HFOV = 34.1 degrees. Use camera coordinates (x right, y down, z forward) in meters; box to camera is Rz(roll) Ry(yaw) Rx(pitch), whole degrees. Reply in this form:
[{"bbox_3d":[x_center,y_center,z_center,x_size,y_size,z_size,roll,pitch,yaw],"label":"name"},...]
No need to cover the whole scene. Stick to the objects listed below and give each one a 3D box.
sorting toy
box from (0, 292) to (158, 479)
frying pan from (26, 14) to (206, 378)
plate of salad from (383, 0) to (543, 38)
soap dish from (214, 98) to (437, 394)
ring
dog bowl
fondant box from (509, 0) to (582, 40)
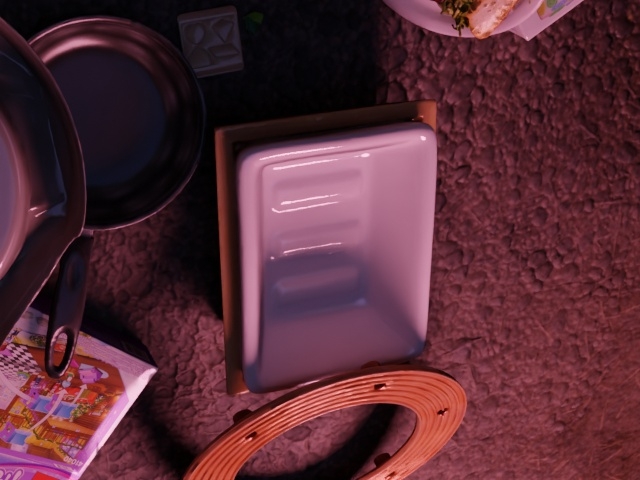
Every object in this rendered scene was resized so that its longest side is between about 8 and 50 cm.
[{"bbox_3d":[-0.092,-0.190,0.990,0.083,0.012,0.062,-13,114,-15],"label":"sorting toy"},{"bbox_3d":[-0.334,0.134,1.009,0.293,0.057,0.201,33,96,-33],"label":"box"},{"bbox_3d":[-0.194,-0.047,0.974,0.197,0.053,0.326,-15,114,-19],"label":"frying pan"},{"bbox_3d":[0.114,-0.262,0.955,0.200,0.200,0.048,56,48,-33],"label":"plate of salad"},{"bbox_3d":[0.000,0.000,1.061,0.229,0.118,0.290,-10,117,-20],"label":"soap dish"},{"bbox_3d":[0.003,0.229,1.154,0.337,0.032,0.336,-17,146,-12],"label":"ring"},{"bbox_3d":[-0.365,-0.046,0.837,0.349,0.102,0.348,-3,103,-13],"label":"dog bowl"},{"bbox_3d":[0.206,-0.394,0.979,0.238,0.096,0.330,-37,123,-4],"label":"fondant box"}]
